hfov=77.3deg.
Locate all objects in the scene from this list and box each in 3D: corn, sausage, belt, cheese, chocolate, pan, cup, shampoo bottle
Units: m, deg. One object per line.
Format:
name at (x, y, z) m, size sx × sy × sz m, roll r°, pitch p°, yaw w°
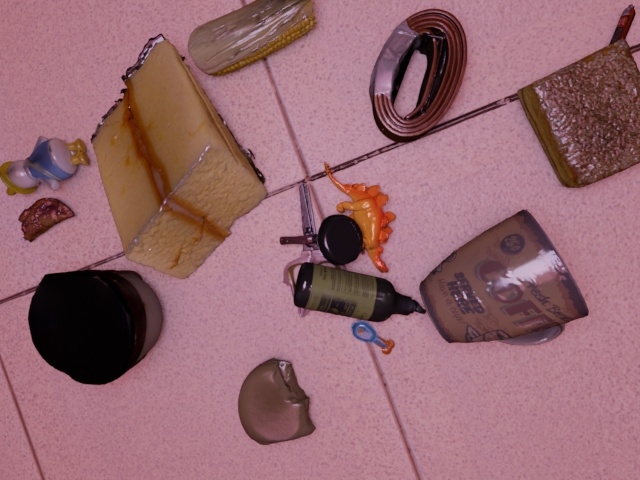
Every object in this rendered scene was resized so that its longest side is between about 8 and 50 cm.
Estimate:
corn at (-0.150, -0.475, 0.897) m, size 0.306 × 0.123 × 0.122 m, roll -23°, pitch 87°, yaw 9°
sausage at (0.597, -0.386, 0.821) m, size 0.028 × 0.025 × 0.198 m, roll 26°, pitch 97°, yaw 44°
belt at (0.201, -0.343, 0.854) m, size 0.184 × 0.105 × 0.261 m, roll 14°, pitch 98°, yaw 7°
cheese at (0.120, 0.226, 0.937) m, size 0.111 × 0.017 × 0.047 m, roll 32°, pitch 101°, yaw 7°
chocolate at (-0.511, 0.182, 0.960) m, size 0.284 × 0.186 × 0.283 m, roll 3°, pitch 103°, yaw 12°
pan at (0.001, 0.000, 0.906) m, size 0.212 × 0.040 × 0.114 m, roll -1°, pitch 97°, yaw 32°
cup at (0.365, 0.119, 0.819) m, size 0.257 × 0.227 × 0.301 m, roll -29°, pitch 117°, yaw 23°
shampoo bottle at (0.087, 0.123, 0.883) m, size 0.284 × 0.101 × 0.101 m, roll 12°, pitch 95°, yaw -8°
cheese at (-0.110, 0.380, 0.947) m, size 0.176 × 0.091 × 0.202 m, roll -9°, pitch 91°, yaw 9°

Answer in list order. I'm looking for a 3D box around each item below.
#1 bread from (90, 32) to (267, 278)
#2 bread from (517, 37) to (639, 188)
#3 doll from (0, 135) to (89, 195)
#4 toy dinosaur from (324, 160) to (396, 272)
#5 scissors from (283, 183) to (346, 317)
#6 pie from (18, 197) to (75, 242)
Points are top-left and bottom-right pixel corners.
bread at (-0.344, -0.180, 0.941) m, size 0.346 × 0.242 × 0.404 m, roll -35°, pitch 69°, yaw 11°
bread at (0.531, -0.240, 0.793) m, size 0.185 × 0.110 × 0.234 m, roll -26°, pitch 93°, yaw 15°
doll at (-0.714, -0.188, 1.022) m, size 0.241 × 0.098 × 0.135 m, roll -21°, pitch 112°, yaw 11°
toy dinosaur at (0.104, -0.065, 0.899) m, size 0.117 × 0.070 × 0.287 m, roll -24°, pitch 84°, yaw 16°
scissors at (-0.020, 0.023, 0.948) m, size 0.160 × 0.024 × 0.316 m, roll -6°, pitch 92°, yaw 12°
pie at (-0.737, -0.062, 1.063) m, size 0.170 × 0.034 × 0.091 m, roll -31°, pitch 91°, yaw 11°
